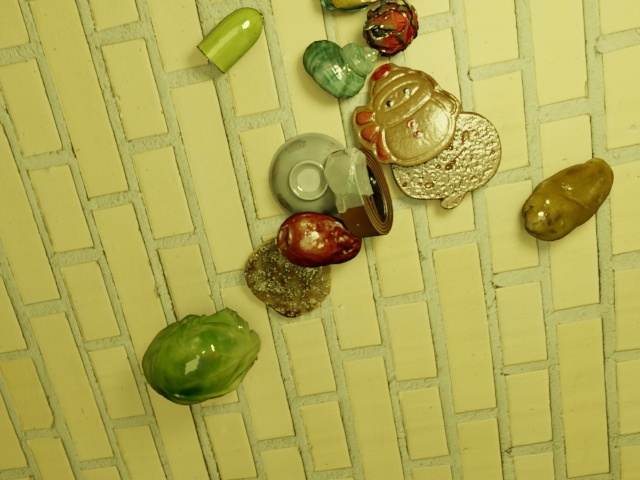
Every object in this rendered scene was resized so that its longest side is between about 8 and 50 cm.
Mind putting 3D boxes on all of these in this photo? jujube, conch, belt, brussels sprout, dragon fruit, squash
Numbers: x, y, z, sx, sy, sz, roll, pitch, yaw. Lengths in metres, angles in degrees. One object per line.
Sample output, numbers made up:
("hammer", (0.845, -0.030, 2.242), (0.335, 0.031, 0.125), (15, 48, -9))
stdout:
("jujube", (0.000, 0.000, 1.487), (0.318, 0.223, 0.223), (5, 106, -35))
("conch", (0.071, -0.606, 1.416), (0.277, 0.195, 0.220), (-5, 75, 30))
("belt", (0.142, -0.169, 1.440), (0.122, 0.217, 0.338), (-8, 115, 39))
("brussels sprout", (-0.470, 0.462, 1.572), (0.426, 0.361, 0.342), (-23, 98, 8))
("dragon fruit", (0.236, -0.714, 1.372), (0.189, 0.182, 0.182), (-8, 102, 7))
("squash", (-0.304, -0.719, 1.428), (0.247, 0.132, 0.132), (-41, 97, 8))

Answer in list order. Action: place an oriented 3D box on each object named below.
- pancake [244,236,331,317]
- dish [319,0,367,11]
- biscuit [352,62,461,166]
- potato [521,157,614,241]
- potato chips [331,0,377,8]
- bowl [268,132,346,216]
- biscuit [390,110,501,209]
("pancake", (-0.123, 0.143, 1.636), (0.356, 0.065, 0.355), (1, 104, 3))
("dish", (0.083, -0.891, 1.389), (0.224, 0.078, 0.246), (-34, 99, 9))
("biscuit", (0.292, -0.447, 1.438), (0.359, 0.074, 0.381), (-30, 87, 13))
("potato", (0.894, -0.150, 1.473), (0.369, 0.176, 0.195), (-39, 58, 2))
("potato chips", (0.234, -0.832, 1.339), (0.407, 0.080, 0.057), (-21, 126, -10))
("bowl", (-0.036, -0.227, 1.502), (0.346, 0.157, 0.345), (1, 102, 3))
("biscuit", (0.459, -0.288, 1.496), (0.395, 0.070, 0.350), (-6, 97, 8))
